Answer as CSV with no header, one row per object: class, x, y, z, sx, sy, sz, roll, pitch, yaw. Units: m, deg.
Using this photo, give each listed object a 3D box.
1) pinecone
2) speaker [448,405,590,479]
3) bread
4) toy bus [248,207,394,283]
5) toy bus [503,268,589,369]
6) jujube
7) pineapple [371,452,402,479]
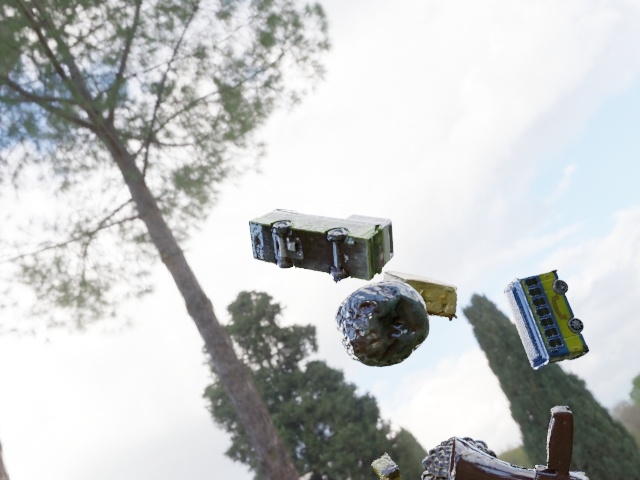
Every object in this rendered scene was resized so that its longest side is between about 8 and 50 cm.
pinecone,0.435,0.713,2.082,0.243,0.244,0.257,-36,-44,10
speaker,0.429,0.486,1.454,0.329,0.259,0.198,0,-17,8
bread,0.291,0.162,2.067,0.184,0.114,0.274,11,3,-9
toy bus,0.000,0.000,1.437,0.139,0.301,0.113,-31,-57,-50
toy bus,0.726,0.255,2.218,0.175,0.288,0.138,-11,-21,-12
jujube,0.144,0.201,1.688,0.226,0.226,0.317,-25,-1,-9
pineapple,0.237,0.777,2.287,0.069,0.137,0.116,-34,-19,-18
